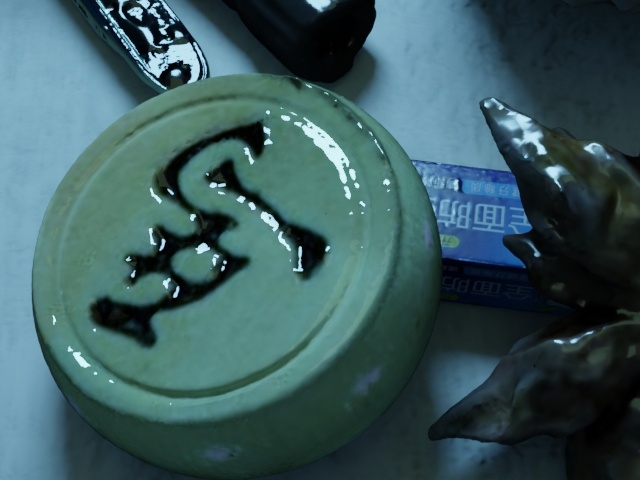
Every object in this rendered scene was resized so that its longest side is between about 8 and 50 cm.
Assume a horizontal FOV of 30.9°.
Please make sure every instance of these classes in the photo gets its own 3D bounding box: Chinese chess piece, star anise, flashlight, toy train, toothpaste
[{"bbox_3d":[-0.052,0.018,0.700,0.250,0.101,0.250,-7,63,14],"label":"Chinese chess piece"},{"bbox_3d":[0.196,0.033,0.668,0.315,0.108,0.315,0,103,-1],"label":"star anise"},{"bbox_3d":[-0.113,-0.282,0.929,0.103,0.103,0.424,-36,68,-20],"label":"flashlight"},{"bbox_3d":[-0.154,-0.181,0.885,0.052,0.051,0.234,-30,67,-18],"label":"toy train"},{"bbox_3d":[0.202,0.010,0.766,0.320,0.066,0.076,6,60,4],"label":"toothpaste"}]

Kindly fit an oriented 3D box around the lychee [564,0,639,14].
[{"bbox_3d":[0.240,-0.347,0.823,0.432,0.380,0.380,5,57,-20],"label":"lychee"}]
